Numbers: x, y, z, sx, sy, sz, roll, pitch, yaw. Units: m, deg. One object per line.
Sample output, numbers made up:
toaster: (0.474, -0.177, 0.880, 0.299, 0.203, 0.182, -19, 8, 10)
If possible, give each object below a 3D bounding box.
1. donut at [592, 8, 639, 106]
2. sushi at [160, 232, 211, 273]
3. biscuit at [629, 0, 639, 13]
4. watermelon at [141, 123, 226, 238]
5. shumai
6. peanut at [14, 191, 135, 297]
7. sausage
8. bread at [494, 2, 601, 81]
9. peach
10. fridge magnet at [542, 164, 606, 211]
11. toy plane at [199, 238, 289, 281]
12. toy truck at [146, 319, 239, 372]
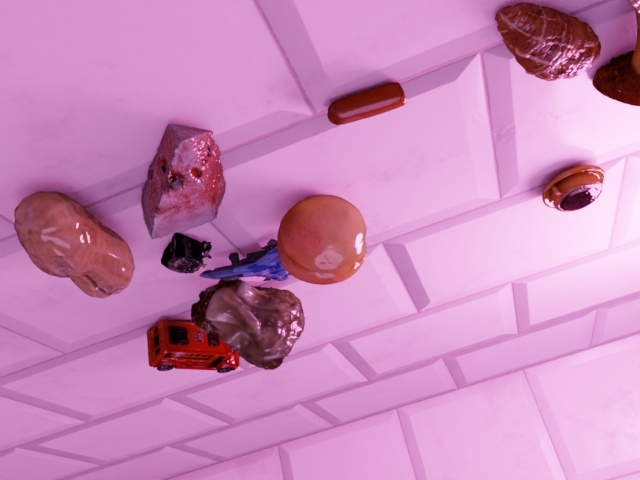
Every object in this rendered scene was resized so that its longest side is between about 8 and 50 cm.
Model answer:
donut: (0.538, -0.291, 1.031, 0.112, 0.151, 0.295, -3, 150, 1)
sushi: (-0.272, 0.033, 1.309, 0.084, 0.056, 0.083, 11, 142, -35)
biscuit: (0.304, -0.407, 0.731, 0.426, 0.144, 0.078, 18, 139, -42)
watermelon: (-0.225, -0.108, 1.079, 0.154, 0.094, 0.241, -12, 148, -19)
shumai: (-0.168, 0.157, 1.455, 0.218, 0.256, 0.189, 42, 79, -34)
peanut: (-0.430, 0.016, 1.145, 0.130, 0.130, 0.290, -19, 152, 8)
sausage: (0.074, -0.221, 1.043, 0.131, 0.041, 0.039, -16, 155, 3)
bread: (0.362, -0.302, 1.002, 0.233, 0.076, 0.105, 10, 141, -33)
peach: (0.000, 0.000, 1.260, 0.184, 0.184, 0.184, -11, 150, -6)
fridge magnet: (0.563, -0.113, 1.418, 0.143, 0.063, 0.143, -9, 147, -6)
toy plane: (-0.137, 0.050, 1.381, 0.246, 0.078, 0.169, -3, 149, -6)
toy truck: (-0.310, 0.270, 1.642, 0.252, 0.108, 0.114, 10, 143, -36)
